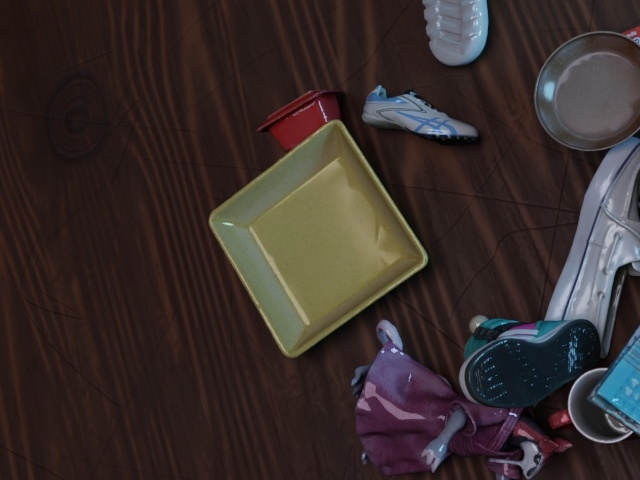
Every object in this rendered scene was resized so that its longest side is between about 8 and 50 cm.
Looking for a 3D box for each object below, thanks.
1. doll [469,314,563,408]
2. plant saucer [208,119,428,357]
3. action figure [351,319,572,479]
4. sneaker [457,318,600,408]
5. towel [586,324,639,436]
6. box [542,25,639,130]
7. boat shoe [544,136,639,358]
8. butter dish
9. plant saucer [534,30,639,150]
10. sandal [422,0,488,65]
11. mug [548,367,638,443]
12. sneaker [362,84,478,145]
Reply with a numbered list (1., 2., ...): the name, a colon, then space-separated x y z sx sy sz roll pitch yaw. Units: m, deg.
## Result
1. doll: 0.320 0.197 1.871 0.129 0.046 0.189 -31 62 -20
2. plant saucer: 0.000 0.000 2.066 0.333 0.081 0.332 -36 72 16
3. action figure: 0.245 0.310 1.853 0.370 0.248 0.275 1 52 29
4. sneaker: 0.277 0.188 1.711 0.178 0.296 0.123 -14 88 50
5. towel: 0.609 0.220 1.566 0.370 0.040 0.271 35 87 24
6. box: 0.520 -0.268 1.840 0.257 0.123 0.128 -20 71 23
7. boat shoe: 0.492 0.020 1.785 0.157 0.136 0.367 21 92 30
8. butter dish: -0.018 -0.212 2.117 0.160 0.160 0.118 -29 90 19
9. plant saucer: 0.446 -0.238 1.781 0.199 0.036 0.198 -5 80 28
10. sandal: 0.266 -0.531 2.056 0.169 0.102 0.416 9 96 44
11. mug: 0.450 0.260 1.733 0.150 0.169 0.113 10 84 30
12. sneaker: 0.185 -0.230 2.032 0.237 0.085 0.086 20 93 29
